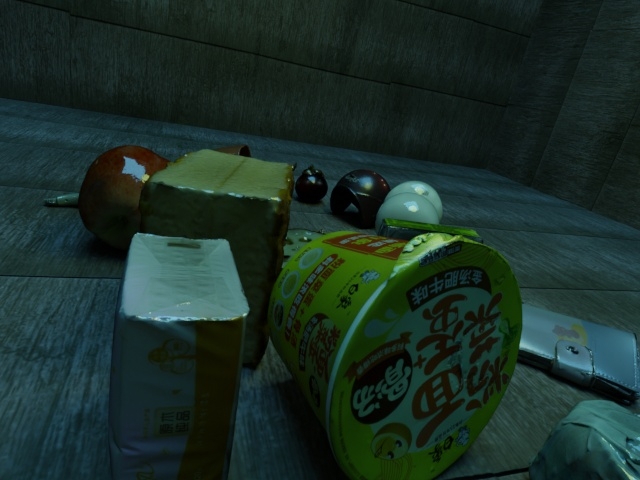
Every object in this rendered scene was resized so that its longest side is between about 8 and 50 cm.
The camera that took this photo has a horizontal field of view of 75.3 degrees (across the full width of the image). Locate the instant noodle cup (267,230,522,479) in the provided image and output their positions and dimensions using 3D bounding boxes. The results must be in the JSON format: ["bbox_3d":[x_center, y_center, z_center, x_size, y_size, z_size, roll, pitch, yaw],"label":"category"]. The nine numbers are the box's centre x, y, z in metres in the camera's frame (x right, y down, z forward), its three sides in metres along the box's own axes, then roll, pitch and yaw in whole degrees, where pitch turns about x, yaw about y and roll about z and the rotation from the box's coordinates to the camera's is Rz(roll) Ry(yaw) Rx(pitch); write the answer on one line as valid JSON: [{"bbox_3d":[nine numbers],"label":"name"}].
[{"bbox_3d":[0.079,0.119,0.550,0.311,0.312,0.221,-3,15,-33],"label":"instant noodle cup"}]

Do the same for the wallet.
[{"bbox_3d":[0.490,0.213,0.814,0.230,0.069,0.170,17,39,21],"label":"wallet"}]

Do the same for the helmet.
[{"bbox_3d":[0.144,-0.146,1.420,0.189,0.193,0.216,31,-1,43],"label":"helmet"}]

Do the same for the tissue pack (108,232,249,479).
[{"bbox_3d":[-0.158,0.131,0.458,0.124,0.225,0.185,4,22,-20],"label":"tissue pack"}]

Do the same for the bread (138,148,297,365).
[{"bbox_3d":[-0.162,0.011,0.695,0.207,0.279,0.279,8,24,-6],"label":"bread"}]

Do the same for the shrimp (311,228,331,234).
[{"bbox_3d":[-0.003,0.007,1.139,0.162,0.045,0.095,-1,44,-41],"label":"shrimp"}]

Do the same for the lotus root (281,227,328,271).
[{"bbox_3d":[-0.049,0.045,0.953,0.203,0.078,0.183,17,34,34],"label":"lotus root"}]

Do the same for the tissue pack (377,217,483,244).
[{"bbox_3d":[0.236,0.044,0.966,0.235,0.173,0.073,8,28,-11],"label":"tissue pack"}]

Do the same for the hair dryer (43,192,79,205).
[{"bbox_3d":[-0.583,-0.125,1.136,0.224,0.088,0.219,-3,14,4],"label":"hair dryer"}]

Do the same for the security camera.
[{"bbox_3d":[0.266,-0.063,1.242,0.194,0.195,0.236,16,27,11],"label":"security camera"}]

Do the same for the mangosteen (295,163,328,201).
[{"bbox_3d":[-0.032,-0.212,1.530,0.140,0.140,0.140,10,21,-4],"label":"mangosteen"}]

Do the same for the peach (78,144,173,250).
[{"bbox_3d":[-0.400,-0.100,0.928,0.232,0.232,0.257,11,38,-1],"label":"peach"}]

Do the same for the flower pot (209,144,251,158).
[{"bbox_3d":[-0.325,-0.225,1.367,0.173,0.191,0.191,2,20,5],"label":"flower pot"}]

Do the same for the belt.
[{"bbox_3d":[0.372,0.288,0.447,0.257,0.150,0.207,20,14,18],"label":"belt"}]
